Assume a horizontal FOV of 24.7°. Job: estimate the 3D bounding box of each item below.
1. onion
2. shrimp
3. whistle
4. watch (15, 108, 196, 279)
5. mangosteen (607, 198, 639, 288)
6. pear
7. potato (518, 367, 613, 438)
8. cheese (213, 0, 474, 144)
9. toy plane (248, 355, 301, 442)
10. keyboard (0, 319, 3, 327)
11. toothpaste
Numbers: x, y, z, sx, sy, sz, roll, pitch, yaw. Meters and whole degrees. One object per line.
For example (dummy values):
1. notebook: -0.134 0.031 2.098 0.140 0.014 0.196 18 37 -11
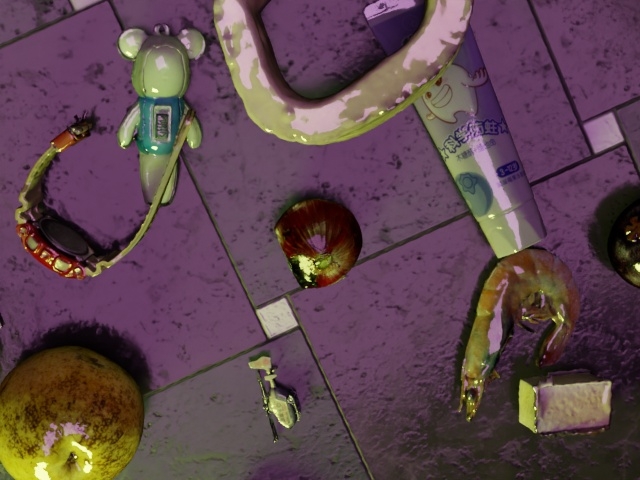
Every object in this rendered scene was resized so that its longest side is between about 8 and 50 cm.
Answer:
1. onion: 0.000 0.000 1.891 0.118 0.118 0.117 -31 132 2
2. shrimp: 0.263 0.133 1.952 0.143 0.052 0.251 22 98 -13
3. whistle: -0.206 -0.161 1.871 0.114 0.077 0.235 -2 106 -16
4. watch: -0.276 -0.077 1.839 0.165 0.102 0.268 28 108 2
5. mangosteen: 0.452 0.009 1.912 0.151 0.137 0.137 32 97 -40
6. pear: -0.325 0.233 1.868 0.197 0.197 0.197 0 99 -3
7. potato: 0.325 0.215 1.948 0.122 0.061 0.086 -2 97 -20
8. cheese: 0.019 -0.282 1.808 0.332 0.153 0.292 -43 89 2
9. toy plane: -0.058 0.210 1.957 0.049 0.031 0.120 -14 102 8
10. keyboard: -0.483 0.032 1.915 0.067 0.011 0.202 -20 99 1
11. toothpaste: 0.186 -0.159 1.899 0.125 0.080 0.371 -24 91 5
